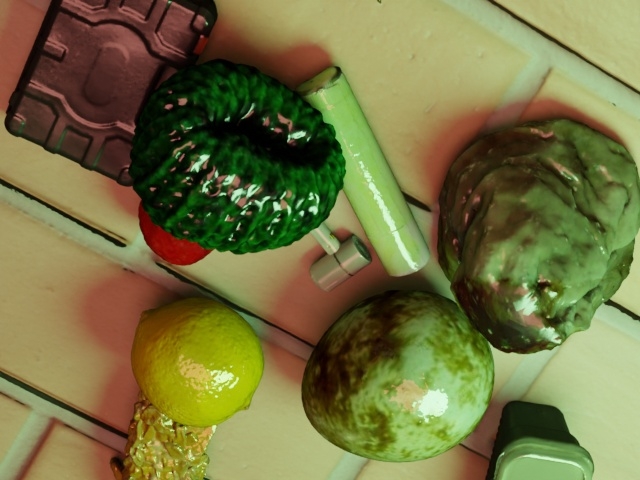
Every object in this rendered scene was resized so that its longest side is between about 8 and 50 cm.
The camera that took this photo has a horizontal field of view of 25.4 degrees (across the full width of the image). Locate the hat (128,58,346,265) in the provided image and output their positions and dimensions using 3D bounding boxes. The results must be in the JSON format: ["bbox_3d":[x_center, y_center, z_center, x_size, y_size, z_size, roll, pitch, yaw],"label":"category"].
[{"bbox_3d":[-0.147,-0.061,1.847,0.274,0.242,0.332,29,139,-18],"label":"hat"}]

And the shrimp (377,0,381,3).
[{"bbox_3d":[0.083,-0.360,1.821,0.059,0.023,0.108,-11,116,-2],"label":"shrimp"}]

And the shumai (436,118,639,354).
[{"bbox_3d":[0.297,0.021,1.862,0.304,0.263,0.309,-34,110,19],"label":"shumai"}]

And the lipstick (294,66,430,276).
[{"bbox_3d":[0.058,-0.092,1.922,0.076,0.076,0.304,-22,114,13],"label":"lipstick"}]

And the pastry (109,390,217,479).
[{"bbox_3d":[-0.240,0.333,2.123,0.154,0.102,0.250,14,116,-3],"label":"pastry"}]

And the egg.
[{"bbox_3d":[0.103,0.191,1.971,0.289,0.238,0.238,-19,116,37],"label":"egg"}]

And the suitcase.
[{"bbox_3d":[-0.279,-0.229,1.874,0.206,0.066,0.285,25,114,-10],"label":"suitcase"}]

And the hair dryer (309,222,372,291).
[{"bbox_3d":[0.000,0.000,1.987,0.082,0.047,0.137,-35,104,18],"label":"hair dryer"}]

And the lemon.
[{"bbox_3d":[-0.176,0.168,2.002,0.203,0.178,0.178,43,111,-4],"label":"lemon"}]

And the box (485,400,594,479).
[{"bbox_3d":[0.298,0.369,2.075,0.138,0.178,0.274,10,116,-3],"label":"box"}]
